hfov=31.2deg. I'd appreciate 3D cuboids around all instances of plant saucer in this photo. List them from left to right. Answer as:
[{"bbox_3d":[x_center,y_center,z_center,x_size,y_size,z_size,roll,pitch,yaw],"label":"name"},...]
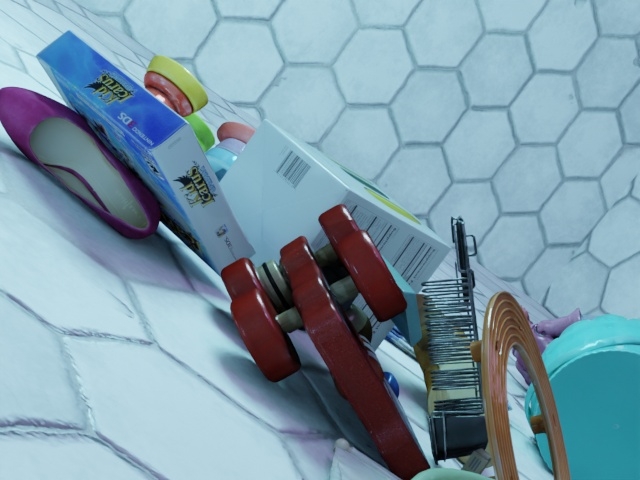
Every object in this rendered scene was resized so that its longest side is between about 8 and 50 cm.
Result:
[{"bbox_3d":[0.087,0.064,1.346,0.192,0.018,0.067,-128,-153,-74],"label":"plant saucer"}]

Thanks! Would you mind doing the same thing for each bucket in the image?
[{"bbox_3d":[0.456,0.262,1.786,0.281,0.281,0.183,37,14,5],"label":"bucket"}]

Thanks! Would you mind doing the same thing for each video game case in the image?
[{"bbox_3d":[-0.214,-0.105,1.412,0.269,0.061,0.244,39,-16,38],"label":"video game case"}]

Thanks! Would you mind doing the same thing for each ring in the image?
[{"bbox_3d":[0.212,0.219,1.194,0.336,0.032,0.336,-14,90,-70],"label":"ring"}]

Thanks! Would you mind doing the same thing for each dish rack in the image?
[{"bbox_3d":[0.152,0.114,1.312,0.074,0.271,0.208,-5,-15,4],"label":"dish rack"}]

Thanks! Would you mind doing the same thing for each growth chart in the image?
[{"bbox_3d":[0.066,0.257,1.067,0.172,0.021,0.237,37,9,3],"label":"growth chart"}]

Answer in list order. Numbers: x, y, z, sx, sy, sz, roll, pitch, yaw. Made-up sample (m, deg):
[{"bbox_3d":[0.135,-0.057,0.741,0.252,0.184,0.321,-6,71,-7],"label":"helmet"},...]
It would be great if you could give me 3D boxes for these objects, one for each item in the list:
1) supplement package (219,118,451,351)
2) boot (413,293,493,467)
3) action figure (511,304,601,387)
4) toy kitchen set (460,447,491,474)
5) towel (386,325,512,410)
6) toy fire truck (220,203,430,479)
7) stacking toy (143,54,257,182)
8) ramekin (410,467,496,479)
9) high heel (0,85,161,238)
[{"bbox_3d":[0.000,0.000,1.585,0.263,0.198,0.199,27,12,-50],"label":"supplement package"},{"bbox_3d":[0.210,0.223,1.589,0.211,0.104,0.295,53,10,-47],"label":"boot"},{"bbox_3d":[0.454,0.265,2.185,0.276,0.248,0.370,-7,37,-37],"label":"action figure"},{"bbox_3d":[0.172,0.275,1.201,0.083,0.075,0.068,36,9,21],"label":"toy kitchen set"},{"bbox_3d":[0.188,0.180,1.919,0.285,0.034,0.209,35,8,-8],"label":"towel"},{"bbox_3d":[0.024,0.116,1.299,0.254,0.169,0.302,61,0,-17],"label":"toy fire truck"},{"bbox_3d":[-0.220,-0.153,2.028,0.309,0.130,0.279,39,-18,-2],"label":"stacking toy"},{"bbox_3d":[0.139,0.291,0.689,0.303,0.148,0.303,32,11,-7],"label":"ramekin"},{"bbox_3d":[-0.288,-0.092,1.348,0.244,0.082,0.117,48,-4,-12],"label":"high heel"}]
